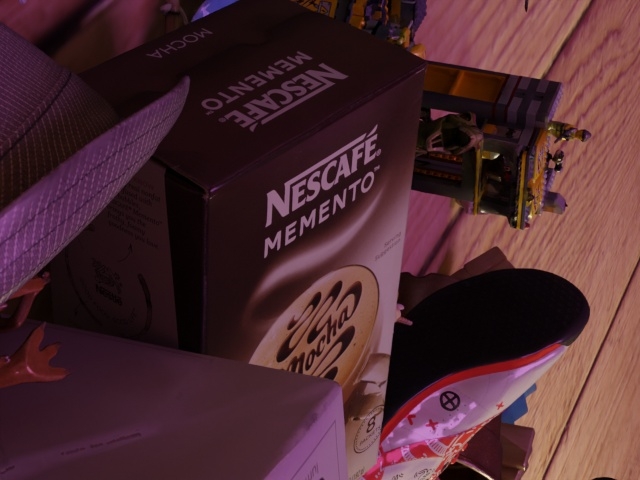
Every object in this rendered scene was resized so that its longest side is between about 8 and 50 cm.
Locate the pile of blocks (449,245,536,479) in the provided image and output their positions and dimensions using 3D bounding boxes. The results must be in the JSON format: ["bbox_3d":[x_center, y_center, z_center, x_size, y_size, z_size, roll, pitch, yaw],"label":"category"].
[{"bbox_3d":[0.144,0.183,1.310,0.113,0.149,0.362,68,39,-50],"label":"pile of blocks"}]

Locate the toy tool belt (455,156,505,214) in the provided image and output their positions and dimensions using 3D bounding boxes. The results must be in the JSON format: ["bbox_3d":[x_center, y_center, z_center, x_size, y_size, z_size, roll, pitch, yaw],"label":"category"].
[{"bbox_3d":[0.160,-0.069,1.381,0.051,0.052,0.083,-109,-155,-73],"label":"toy tool belt"}]

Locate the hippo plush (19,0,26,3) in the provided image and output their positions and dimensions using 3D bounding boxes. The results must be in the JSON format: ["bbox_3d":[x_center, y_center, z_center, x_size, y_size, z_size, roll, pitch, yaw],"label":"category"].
[{"bbox_3d":[-0.062,-0.231,0.577,0.234,0.236,0.294,-48,141,-50],"label":"hippo plush"}]

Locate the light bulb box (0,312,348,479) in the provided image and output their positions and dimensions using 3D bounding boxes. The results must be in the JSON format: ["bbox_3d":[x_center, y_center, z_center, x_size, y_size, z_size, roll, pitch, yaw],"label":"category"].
[{"bbox_3d":[-0.149,0.280,0.607,0.358,0.225,0.361,-46,139,-51],"label":"light bulb box"}]

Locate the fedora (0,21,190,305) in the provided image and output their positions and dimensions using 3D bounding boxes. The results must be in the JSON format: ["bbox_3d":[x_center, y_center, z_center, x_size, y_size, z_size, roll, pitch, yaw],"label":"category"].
[{"bbox_3d":[-0.177,-0.025,0.495,0.124,0.243,0.275,55,25,-15],"label":"fedora"}]

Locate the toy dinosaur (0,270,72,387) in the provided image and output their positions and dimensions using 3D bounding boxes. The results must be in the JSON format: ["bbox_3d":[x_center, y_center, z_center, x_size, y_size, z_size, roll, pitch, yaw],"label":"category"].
[{"bbox_3d":[-0.174,0.054,0.611,0.064,0.112,0.211,61,30,-16],"label":"toy dinosaur"}]

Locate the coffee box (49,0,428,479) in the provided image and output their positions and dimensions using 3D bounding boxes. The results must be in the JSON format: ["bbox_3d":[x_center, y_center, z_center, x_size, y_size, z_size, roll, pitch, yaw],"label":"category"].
[{"bbox_3d":[-0.049,0.035,0.758,0.168,0.119,0.297,-33,141,-38],"label":"coffee box"}]

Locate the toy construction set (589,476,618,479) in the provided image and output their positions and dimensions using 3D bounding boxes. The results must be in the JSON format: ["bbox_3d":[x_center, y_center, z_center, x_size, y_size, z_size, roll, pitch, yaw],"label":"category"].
[{"bbox_3d":[0.176,0.367,1.416,0.309,0.257,0.237,-48,159,-17],"label":"toy construction set"}]

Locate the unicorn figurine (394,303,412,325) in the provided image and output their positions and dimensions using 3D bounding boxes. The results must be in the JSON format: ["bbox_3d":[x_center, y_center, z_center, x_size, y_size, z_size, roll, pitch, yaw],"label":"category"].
[{"bbox_3d":[0.000,0.000,0.878,0.060,0.111,0.162,-61,157,-48],"label":"unicorn figurine"}]

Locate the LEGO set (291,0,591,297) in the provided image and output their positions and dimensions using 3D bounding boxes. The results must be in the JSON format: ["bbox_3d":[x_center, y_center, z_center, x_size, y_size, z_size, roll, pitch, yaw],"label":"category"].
[{"bbox_3d":[0.089,-0.091,0.975,0.255,0.192,0.331,-56,153,-53],"label":"LEGO set"}]

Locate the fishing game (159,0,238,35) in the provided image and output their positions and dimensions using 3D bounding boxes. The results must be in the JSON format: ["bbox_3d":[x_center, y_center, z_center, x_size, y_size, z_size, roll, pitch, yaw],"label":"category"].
[{"bbox_3d":[-0.055,-0.108,0.888,0.264,0.041,0.189,-40,136,-66],"label":"fishing game"}]

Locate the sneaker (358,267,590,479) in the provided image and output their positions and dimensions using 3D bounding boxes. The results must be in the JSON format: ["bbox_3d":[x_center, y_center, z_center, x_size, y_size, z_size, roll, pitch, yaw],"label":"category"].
[{"bbox_3d":[0.079,0.129,1.010,0.270,0.090,0.145,-29,141,-26],"label":"sneaker"}]

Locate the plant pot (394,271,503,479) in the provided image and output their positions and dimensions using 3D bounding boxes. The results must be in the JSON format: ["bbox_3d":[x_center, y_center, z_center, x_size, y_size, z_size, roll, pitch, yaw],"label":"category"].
[{"bbox_3d":[0.087,0.126,1.162,0.167,0.167,0.165,61,38,-55],"label":"plant pot"}]
